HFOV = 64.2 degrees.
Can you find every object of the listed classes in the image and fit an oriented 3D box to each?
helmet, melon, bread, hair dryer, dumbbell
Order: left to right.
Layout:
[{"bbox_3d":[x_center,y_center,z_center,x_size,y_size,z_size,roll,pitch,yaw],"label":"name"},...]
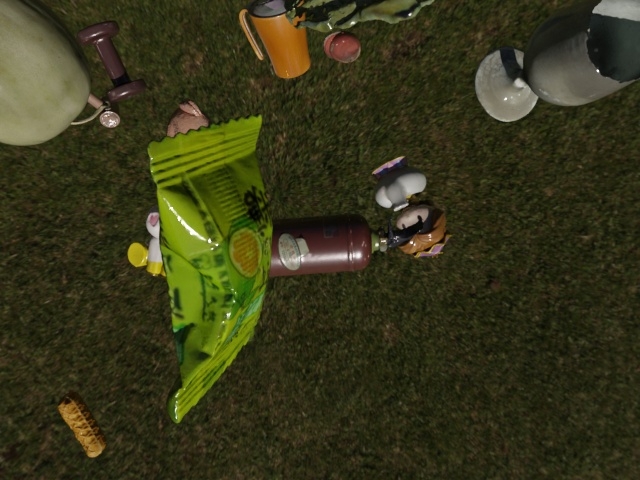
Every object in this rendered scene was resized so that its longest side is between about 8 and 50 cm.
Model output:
[{"bbox_3d":[-0.548,-0.307,0.880,0.271,0.272,0.308,-26,119,-2],"label":"melon"},{"bbox_3d":[-0.524,0.405,1.126,0.044,0.052,0.157,-19,104,21],"label":"bread"},{"bbox_3d":[-0.732,-0.457,1.652,0.064,0.117,0.181,-35,139,12],"label":"hair dryer"},{"bbox_3d":[-0.642,-0.549,1.575,0.124,0.140,0.225,-29,111,-20],"label":"dumbbell"},{"bbox_3d":[0.052,-0.414,1.106,0.084,0.049,0.065,-6,135,-18],"label":"helmet"}]

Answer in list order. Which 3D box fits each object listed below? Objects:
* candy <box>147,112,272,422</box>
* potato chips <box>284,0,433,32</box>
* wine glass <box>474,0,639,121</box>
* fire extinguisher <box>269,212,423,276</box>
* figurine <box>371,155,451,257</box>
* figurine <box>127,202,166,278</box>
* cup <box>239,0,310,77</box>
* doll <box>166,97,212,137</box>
[{"bbox_3d":[-0.088,0.021,0.447,0.069,0.149,0.246,6,110,21],"label":"candy"},{"bbox_3d":[0.082,-0.570,0.955,0.389,0.097,0.373,19,101,36],"label":"potato chips"},{"bbox_3d":[0.316,-0.237,0.685,0.126,0.241,0.126,0,92,-12],"label":"wine glass"},{"bbox_3d":[0.000,0.000,0.876,0.344,0.138,0.102,-4,65,1],"label":"fire extinguisher"},{"bbox_3d":[0.231,-0.074,1.282,0.142,0.189,0.263,-29,84,30],"label":"figurine"},{"bbox_3d":[-0.220,-0.030,0.764,0.109,0.130,0.178,14,127,-2],"label":"figurine"},{"bbox_3d":[-0.144,-0.689,1.706,0.226,0.264,0.182,5,52,19],"label":"cup"},{"bbox_3d":[-0.298,-0.200,1.310,0.156,0.201,0.303,-34,84,-26],"label":"doll"}]
